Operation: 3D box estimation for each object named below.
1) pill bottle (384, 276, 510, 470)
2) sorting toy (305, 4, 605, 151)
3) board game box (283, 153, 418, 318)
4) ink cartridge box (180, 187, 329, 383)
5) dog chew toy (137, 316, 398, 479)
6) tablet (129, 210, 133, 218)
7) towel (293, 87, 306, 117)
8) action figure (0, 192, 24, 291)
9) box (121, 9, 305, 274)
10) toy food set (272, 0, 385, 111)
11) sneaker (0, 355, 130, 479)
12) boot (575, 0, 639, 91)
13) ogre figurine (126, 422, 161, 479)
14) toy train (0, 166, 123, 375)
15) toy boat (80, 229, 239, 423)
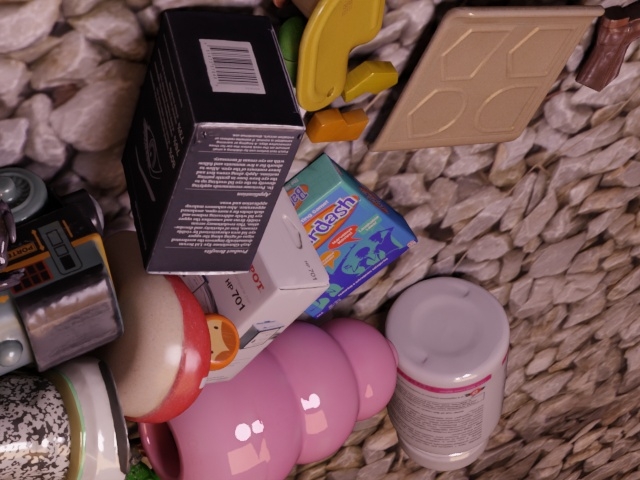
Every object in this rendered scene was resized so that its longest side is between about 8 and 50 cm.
[{"bbox_3d":[0.166,0.186,2.154,0.160,0.160,0.283,-24,148,-13],"label":"pill bottle"},{"bbox_3d":[0.137,-0.177,1.739,0.307,0.041,0.229,-6,145,-35],"label":"sorting toy"},{"bbox_3d":[0.000,0.000,1.856,0.160,0.047,0.210,-38,148,11],"label":"board game box"},{"bbox_3d":[-0.097,0.045,1.717,0.082,0.140,0.191,-4,148,-44],"label":"ink cartridge box"},{"bbox_3d":[-0.050,0.187,1.942,0.332,0.206,0.207,-20,147,-30],"label":"dog chew toy"},{"bbox_3d":[-0.154,-0.020,1.676,0.054,0.083,0.006,-53,-179,32],"label":"tablet"},{"bbox_3d":[-0.074,-0.109,1.661,0.113,0.023,0.152,0,137,-42],"label":"towel"},{"bbox_3d":[-0.338,-0.034,1.376,0.164,0.141,0.276,-14,111,-42],"label":"action figure"},{"bbox_3d":[-0.106,-0.089,1.522,0.108,0.153,0.207,0,140,-22],"label":"box"},{"bbox_3d":[0.000,-0.222,1.535,0.128,0.071,0.218,-43,159,-29],"label":"toy food set"},{"bbox_3d":[-0.353,0.180,1.586,0.182,0.158,0.410,-2,174,-36],"label":"sneaker"},{"bbox_3d":[0.353,-0.221,1.857,0.106,0.037,0.114,-5,139,-15],"label":"boot"},{"bbox_3d":[-0.233,0.278,2.014,0.197,0.097,0.118,-25,134,-40],"label":"ogre figurine"},{"bbox_3d":[-0.342,0.057,1.491,0.334,0.190,0.142,-22,138,-16],"label":"toy train"},{"bbox_3d":[-0.151,0.092,1.617,0.151,0.231,0.151,14,106,-23],"label":"toy boat"}]
